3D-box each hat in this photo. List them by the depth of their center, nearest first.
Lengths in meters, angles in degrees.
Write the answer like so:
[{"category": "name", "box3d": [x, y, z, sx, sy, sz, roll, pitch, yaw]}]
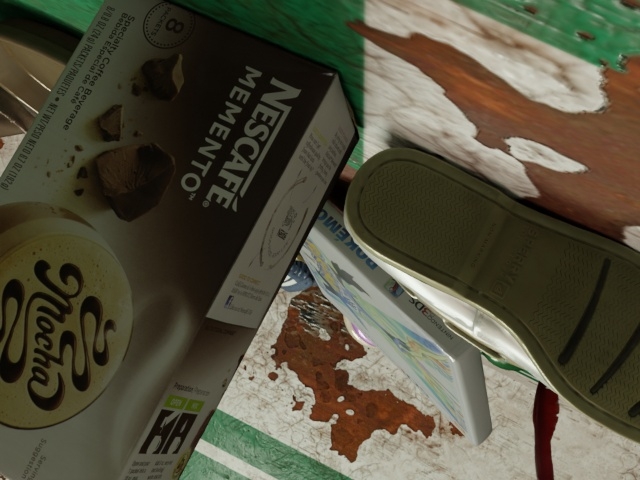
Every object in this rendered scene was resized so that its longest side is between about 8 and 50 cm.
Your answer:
[{"category": "hat", "box3d": [0.175, 0.116, 0.784, 0.173, 0.184, 0.208, 26, 175, 14]}]

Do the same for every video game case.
[{"category": "video game case", "box3d": [0.071, 0.081, 0.937, 0.300, 0.036, 0.329, 44, 170, 29]}]

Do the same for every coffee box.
[{"category": "coffee box", "box3d": [-0.117, 0.008, 0.536, 0.168, 0.297, 0.119, 26, 172, 15]}]

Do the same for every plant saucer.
[{"category": "plant saucer", "box3d": [-0.245, -0.149, 0.888, 0.278, 0.041, 0.278, 27, 166, 7]}]

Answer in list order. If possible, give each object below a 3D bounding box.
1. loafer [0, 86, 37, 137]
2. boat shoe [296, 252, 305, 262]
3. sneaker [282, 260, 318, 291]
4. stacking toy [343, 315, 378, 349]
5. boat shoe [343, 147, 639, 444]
[{"category": "loafer", "box3d": [-0.597, -0.230, 1.531, 0.366, 0.130, 0.134, 22, 173, 41]}, {"category": "boat shoe", "box3d": [0.000, 0.001, 1.195, 0.073, 0.080, 0.223, -9, -171, -44]}, {"category": "sneaker", "box3d": [-0.052, 0.026, 1.500, 0.148, 0.131, 0.350, 14, 175, 1]}, {"category": "stacking toy", "box3d": [0.143, 0.122, 1.372, 0.141, 0.141, 0.330, 28, 171, -10]}, {"category": "boat shoe", "box3d": [0.153, 0.038, 0.595, 0.302, 0.113, 0.103, 37, 177, 5]}]
